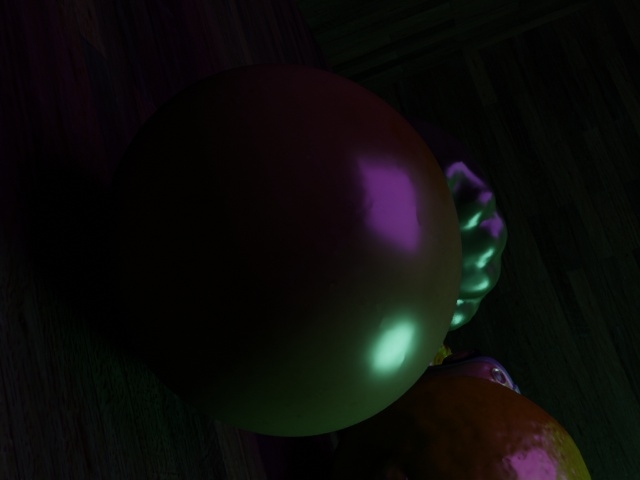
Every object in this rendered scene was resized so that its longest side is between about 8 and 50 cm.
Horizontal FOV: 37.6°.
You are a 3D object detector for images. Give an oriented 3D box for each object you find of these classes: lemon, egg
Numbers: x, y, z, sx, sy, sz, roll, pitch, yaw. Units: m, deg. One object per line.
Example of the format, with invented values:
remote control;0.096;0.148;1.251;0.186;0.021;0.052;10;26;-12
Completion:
lemon;0.163;0.331;1.194;0.364;0.364;0.364;-20;90;-81
egg;-0.026;0.019;0.819;0.374;0.300;0.301;60;13;-55

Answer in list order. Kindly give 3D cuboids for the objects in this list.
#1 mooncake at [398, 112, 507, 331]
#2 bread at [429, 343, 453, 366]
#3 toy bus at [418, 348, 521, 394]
mooncake;0.090;-0.003;1.385;0.194;0.356;0.356;-95;162;-58
bread;0.166;0.231;1.860;0.380;0.185;0.109;37;40;-74
toy bus;0.179;0.308;1.521;0.232;0.287;0.194;-22;95;-66
